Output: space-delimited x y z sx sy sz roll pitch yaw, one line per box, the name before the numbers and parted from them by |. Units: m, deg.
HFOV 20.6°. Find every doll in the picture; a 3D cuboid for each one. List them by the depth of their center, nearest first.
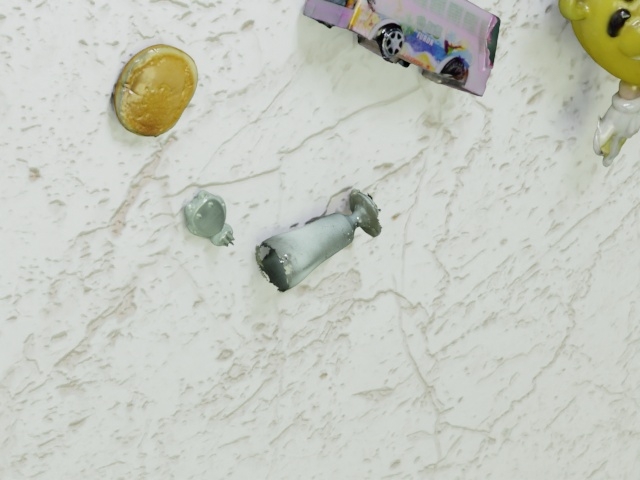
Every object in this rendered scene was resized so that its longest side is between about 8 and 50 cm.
doll | 0.467 -0.293 2.344 0.423 0.161 0.348 -36 140 -27

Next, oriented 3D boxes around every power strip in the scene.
power strip | -0.126 -0.022 2.060 0.055 0.035 0.083 -45 135 -11

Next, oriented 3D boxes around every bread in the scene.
bread | -0.180 -0.164 1.925 0.110 0.024 0.110 -23 130 -30

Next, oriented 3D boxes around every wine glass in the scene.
wine glass | 0.000 0.000 2.165 0.155 0.072 0.072 -30 133 -25

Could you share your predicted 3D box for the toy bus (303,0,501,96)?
toy bus | 0.107 -0.256 2.082 0.274 0.090 0.112 19 93 -48
